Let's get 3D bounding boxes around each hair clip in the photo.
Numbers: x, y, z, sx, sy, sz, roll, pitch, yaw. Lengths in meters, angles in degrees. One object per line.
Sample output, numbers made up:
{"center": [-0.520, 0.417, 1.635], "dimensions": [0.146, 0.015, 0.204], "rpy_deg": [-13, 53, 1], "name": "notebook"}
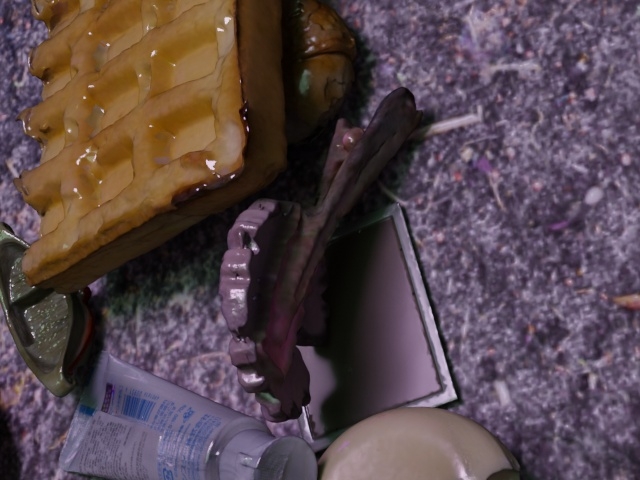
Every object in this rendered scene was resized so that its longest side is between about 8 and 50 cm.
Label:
{"center": [-0.005, -0.002, 1.145], "dimensions": [0.069, 0.173, 0.300], "rpy_deg": [8, 57, 32], "name": "hair clip"}

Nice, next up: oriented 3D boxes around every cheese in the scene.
{"center": [0.031, 0.193, 1.119], "dimensions": [0.249, 0.071, 0.163], "rpy_deg": [19, 79, 39], "name": "cheese"}

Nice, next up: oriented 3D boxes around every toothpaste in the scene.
{"center": [-0.123, 0.168, 1.185], "dimensions": [0.299, 0.073, 0.114], "rpy_deg": [8, 77, 49], "name": "toothpaste"}

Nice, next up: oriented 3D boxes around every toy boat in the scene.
{"center": [-0.253, 0.067, 1.298], "dimensions": [0.089, 0.071, 0.185], "rpy_deg": [-34, 64, 13], "name": "toy boat"}

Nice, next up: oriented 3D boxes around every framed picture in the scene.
{"center": [0.029, 0.074, 1.191], "dimensions": [0.142, 0.011, 0.183], "rpy_deg": [-23, 65, 18], "name": "framed picture"}

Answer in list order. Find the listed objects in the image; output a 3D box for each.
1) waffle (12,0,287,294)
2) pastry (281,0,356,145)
{"center": [-0.147, -0.145, 1.229], "dimensions": [0.304, 0.077, 0.348], "rpy_deg": [-25, 53, 35], "name": "waffle"}
{"center": [-0.038, -0.152, 1.253], "dimensions": [0.153, 0.081, 0.153], "rpy_deg": [-13, 62, 26], "name": "pastry"}
